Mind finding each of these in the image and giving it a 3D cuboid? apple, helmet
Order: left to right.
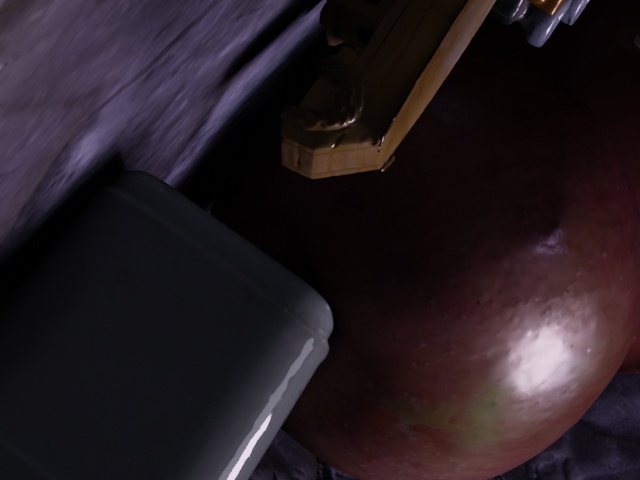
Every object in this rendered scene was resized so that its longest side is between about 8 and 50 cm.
[{"bbox_3d":[0.059,0.022,1.069,0.235,0.306,0.306,-21,162,-40],"label":"apple"},{"bbox_3d":[0.133,-0.057,1.323,0.230,0.338,0.385,-3,-179,-19],"label":"helmet"}]

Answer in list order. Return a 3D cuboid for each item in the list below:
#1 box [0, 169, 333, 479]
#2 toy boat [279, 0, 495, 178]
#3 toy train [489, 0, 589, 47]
[{"bbox_3d":[-0.096,0.083,0.853,0.182,0.175,0.312,-55,179,-7],"label":"box"},{"bbox_3d":[0.042,-0.118,0.862,0.206,0.072,0.064,-57,166,-24],"label":"toy boat"},{"bbox_3d":[0.152,-0.208,1.114,0.127,0.089,0.219,-59,171,27],"label":"toy train"}]
